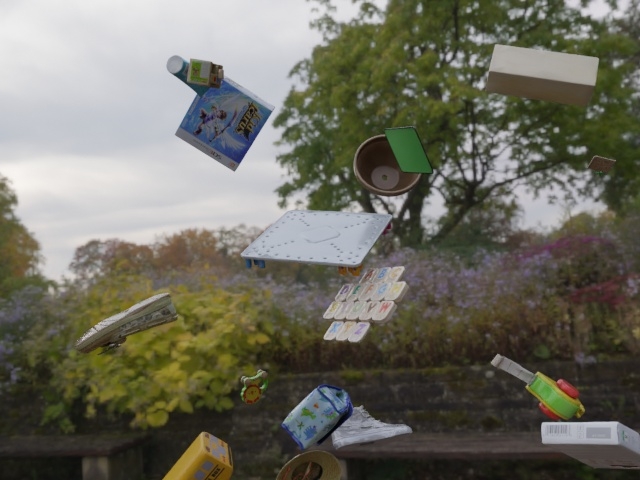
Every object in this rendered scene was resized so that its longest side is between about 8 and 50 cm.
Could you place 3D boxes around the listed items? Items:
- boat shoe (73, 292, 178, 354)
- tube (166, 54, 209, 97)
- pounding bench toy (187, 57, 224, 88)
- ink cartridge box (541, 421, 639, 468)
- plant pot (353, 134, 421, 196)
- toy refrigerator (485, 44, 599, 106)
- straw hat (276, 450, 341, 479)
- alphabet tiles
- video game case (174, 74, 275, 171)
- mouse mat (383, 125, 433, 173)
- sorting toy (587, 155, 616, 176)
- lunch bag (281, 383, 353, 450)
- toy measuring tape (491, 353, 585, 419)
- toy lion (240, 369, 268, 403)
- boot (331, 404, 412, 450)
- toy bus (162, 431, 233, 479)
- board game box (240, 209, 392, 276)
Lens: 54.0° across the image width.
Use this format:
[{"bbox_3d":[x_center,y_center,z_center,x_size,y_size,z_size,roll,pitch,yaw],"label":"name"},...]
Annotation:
[{"bbox_3d":[-0.522,0.240,1.709,0.285,0.089,0.105,-28,13,-28],"label":"boat shoe"},{"bbox_3d":[-0.361,-0.466,1.790,0.080,0.052,0.207,-38,-15,11],"label":"tube"},{"bbox_3d":[-0.235,-0.360,1.368,0.083,0.052,0.065,13,10,16],"label":"pounding bench toy"},{"bbox_3d":[0.636,0.461,1.406,0.225,0.056,0.181,28,-30,-31],"label":"ink cartridge box"},{"bbox_3d":[0.231,-0.245,2.211,0.238,0.237,0.109,-4,-23,-5],"label":"plant pot"},{"bbox_3d":[0.593,-0.442,1.694,0.270,0.102,0.094,12,-26,12],"label":"toy refrigerator"},{"bbox_3d":[-0.033,0.490,1.342,0.145,0.144,0.061,-2,17,-18],"label":"straw hat"},{"bbox_3d":[0.125,0.178,1.810,0.021,0.278,0.284,49,-29,-22],"label":"alphabet tiles"},{"bbox_3d":[-0.328,-0.408,2.148,0.244,0.269,0.061,31,26,-11],"label":"video game case"},{"bbox_3d":[0.259,-0.265,1.857,0.007,0.152,0.190,-31,18,-15],"label":"mouse mat"},{"bbox_3d":[0.793,-0.210,1.785,0.062,0.012,0.083,12,-29,7],"label":"sorting toy"},{"bbox_3d":[0.000,0.399,1.436,0.129,0.096,0.151,-45,-15,6],"label":"lunch bag"},{"bbox_3d":[0.648,0.437,1.828,0.330,0.121,0.121,31,-17,-15],"label":"toy measuring tape"},{"bbox_3d":[-0.218,0.488,2.073,0.100,0.096,0.034,-17,13,-31],"label":"toy lion"},{"bbox_3d":[0.153,0.567,1.949,0.259,0.123,0.095,-2,-34,-19],"label":"boot"},{"bbox_3d":[-0.362,0.680,1.665,0.130,0.332,0.108,37,6,-21],"label":"toy bus"},{"bbox_3d":[0.000,0.000,2.041,0.390,0.050,0.390,3,25,22],"label":"board game box"}]
